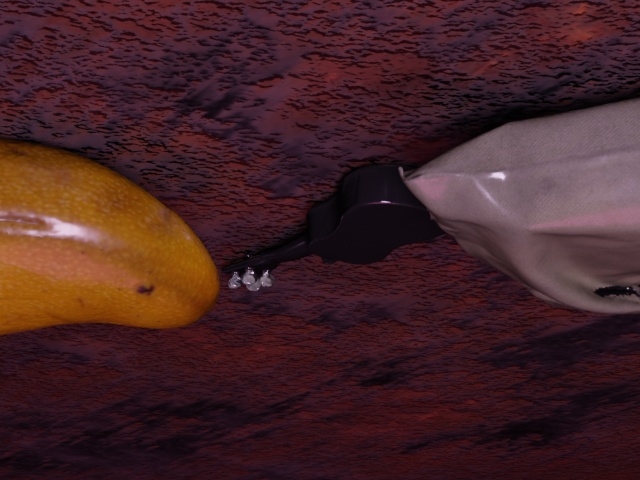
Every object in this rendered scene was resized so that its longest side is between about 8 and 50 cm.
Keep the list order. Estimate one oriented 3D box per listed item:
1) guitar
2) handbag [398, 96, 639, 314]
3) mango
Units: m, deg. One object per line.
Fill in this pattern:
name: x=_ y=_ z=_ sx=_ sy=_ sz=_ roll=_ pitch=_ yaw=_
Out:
guitar: x=-0.001 y=0.002 z=1.395 sx=0.084 sy=0.038 sz=0.271 roll=15 pitch=157 yaw=-28
handbag: x=0.239 y=-0.024 z=1.194 sx=0.316 sy=0.109 sz=0.253 roll=-12 pitch=161 yaw=20
mango: x=-0.217 y=-0.003 z=1.288 sx=0.295 sy=0.120 sz=0.177 roll=0 pitch=153 yaw=2
